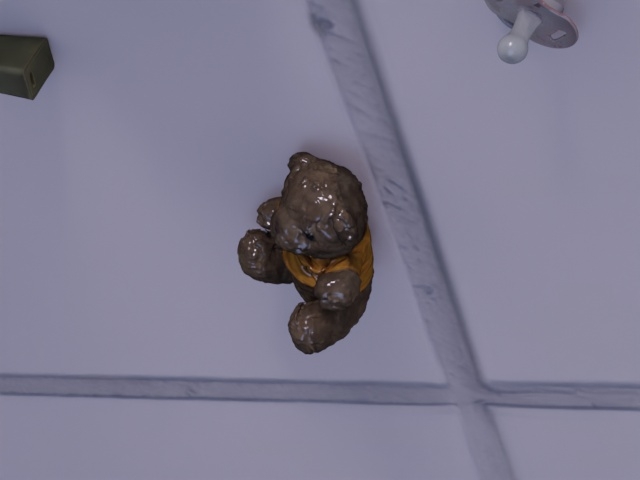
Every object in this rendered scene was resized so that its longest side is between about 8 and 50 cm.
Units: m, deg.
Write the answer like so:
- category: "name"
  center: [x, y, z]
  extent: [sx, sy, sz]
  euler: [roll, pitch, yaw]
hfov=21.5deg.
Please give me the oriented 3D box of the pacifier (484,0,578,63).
- category: "pacifier"
  center: [0.186, -0.195, 1.553]
  extent: [0.099, 0.078, 0.081]
  euler: [32, 159, -13]

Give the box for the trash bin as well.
- category: "trash bin"
  center: [-0.339, -0.188, 1.785]
  extent: [0.092, 0.061, 0.043]
  euler: [10, 138, 16]

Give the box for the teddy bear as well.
- category: "teddy bear"
  center: [0.000, 0.000, 1.799]
  extent: [0.140, 0.177, 0.190]
  euler: [-21, 142, -20]
